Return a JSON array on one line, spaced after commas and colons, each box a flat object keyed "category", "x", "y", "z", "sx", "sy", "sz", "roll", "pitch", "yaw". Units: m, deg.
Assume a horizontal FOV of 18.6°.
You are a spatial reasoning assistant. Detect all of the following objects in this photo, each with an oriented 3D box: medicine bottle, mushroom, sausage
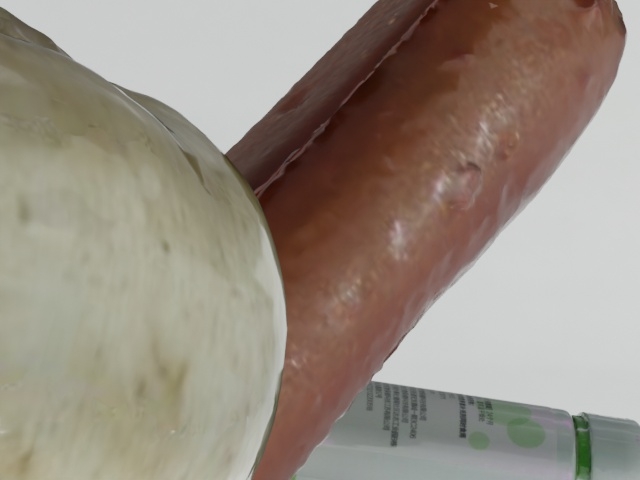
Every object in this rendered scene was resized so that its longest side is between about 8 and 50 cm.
[{"category": "medicine bottle", "x": 0.064, "y": 0.119, "z": 0.987, "sx": 0.183, "sy": 0.086, "sz": 0.086, "roll": 9, "pitch": 168, "yaw": -4}, {"category": "mushroom", "x": -0.103, "y": 0.006, "z": 0.484, "sx": 0.189, "sy": 0.195, "sz": 0.253, "roll": 18, "pitch": 169, "yaw": -33}, {"category": "sausage", "x": 0.000, "y": 0.000, "z": 0.712, "sx": 0.102, "sy": 0.330, "sz": 0.102, "roll": 31, "pitch": 148, "yaw": 22}]
